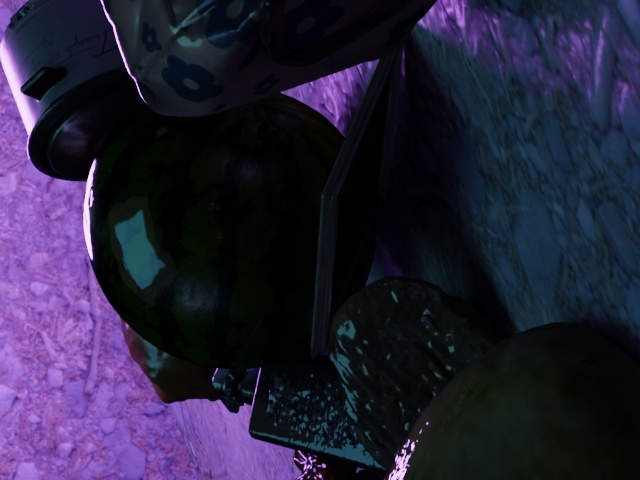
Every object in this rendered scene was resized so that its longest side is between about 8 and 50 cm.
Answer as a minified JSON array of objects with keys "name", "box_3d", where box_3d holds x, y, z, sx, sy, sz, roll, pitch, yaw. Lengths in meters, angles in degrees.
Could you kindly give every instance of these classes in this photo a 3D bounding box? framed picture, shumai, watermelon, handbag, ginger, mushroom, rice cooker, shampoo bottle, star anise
[{"name":"framed picture","box_3d":[0.033,-0.039,1.588,0.252,0.014,0.197,94,-165,-56]},{"name":"shumai","box_3d":[0.094,0.114,1.634,0.209,0.161,0.153,51,-168,-10]},{"name":"watermelon","box_3d":[-0.083,-0.014,1.788,0.285,0.285,0.285,159,90,-77]},{"name":"handbag","box_3d":[-0.020,-0.216,1.324,0.193,0.251,0.190,-26,85,60]},{"name":"ginger","box_3d":[-0.164,0.091,2.440,0.223,0.200,0.269,-122,17,-44]},{"name":"mushroom","box_3d":[0.145,0.193,1.337,0.212,0.217,0.292,89,157,-47]},{"name":"rice cooker","box_3d":[-0.281,-0.197,2.383,0.280,0.241,0.227,16,-136,-55]},{"name":"shampoo bottle","box_3d":[0.008,0.163,1.818,0.309,0.071,0.098,10,88,43]},{"name":"star anise","box_3d":[0.028,0.279,2.236,0.272,0.103,0.272,-173,90,-73]}]

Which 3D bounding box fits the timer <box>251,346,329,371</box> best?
[{"name":"timer","box_3d":[-0.102,0.087,2.118,0.250,0.091,0.232,28,174,-14]}]

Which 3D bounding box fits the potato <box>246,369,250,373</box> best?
[{"name":"potato","box_3d":[-0.071,0.126,2.306,0.118,0.109,0.178,-48,-53,-58]}]
